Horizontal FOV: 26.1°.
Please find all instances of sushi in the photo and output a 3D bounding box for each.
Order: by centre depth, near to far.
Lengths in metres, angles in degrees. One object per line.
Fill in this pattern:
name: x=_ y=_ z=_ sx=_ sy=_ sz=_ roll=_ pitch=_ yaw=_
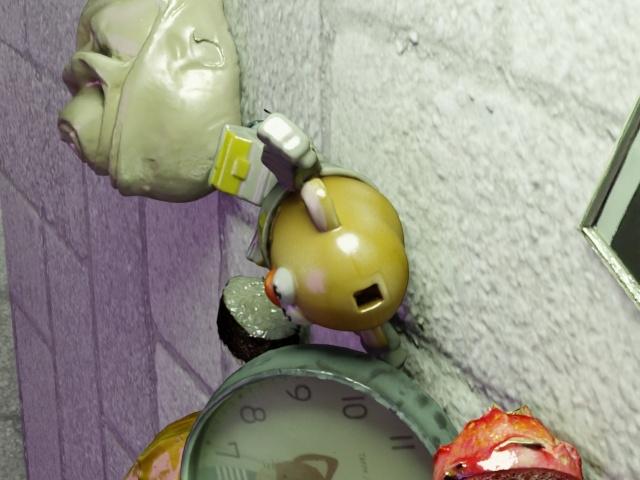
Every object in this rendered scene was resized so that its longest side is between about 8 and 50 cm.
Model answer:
sushi: x=-0.083 y=0.112 z=1.816 sx=0.150 sy=0.090 sz=0.078 roll=49 pitch=145 yaw=44

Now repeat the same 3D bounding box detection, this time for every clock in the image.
clock: x=0.002 y=0.271 z=1.482 sx=0.325 sy=0.067 sz=0.325 roll=6 pitch=109 yaw=17

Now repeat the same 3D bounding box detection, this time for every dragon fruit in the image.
dragon fruit: x=0.165 y=0.196 z=1.288 sx=0.153 sy=0.153 sz=0.111 roll=113 pitch=157 yaw=-50

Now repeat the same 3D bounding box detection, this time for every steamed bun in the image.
steamed bun: x=-0.249 y=-0.212 z=1.877 sx=0.309 sy=0.219 sz=0.324 roll=26 pitch=123 yaw=59

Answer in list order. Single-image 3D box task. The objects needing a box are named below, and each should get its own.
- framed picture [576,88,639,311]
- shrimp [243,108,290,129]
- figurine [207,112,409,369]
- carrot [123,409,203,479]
framed picture: x=0.296 y=-0.035 z=1.038 sx=0.231 sy=0.018 sz=0.293 roll=59 pitch=148 yaw=36
shrimp: x=-0.079 y=-0.123 z=1.724 sx=0.174 sy=0.082 sz=0.076 roll=-176 pitch=72 yaw=-72
figurine: x=0.001 y=-0.001 z=1.493 sx=0.167 sy=0.342 sz=0.285 roll=-49 pitch=36 yaw=2
carrot: x=-0.128 y=0.337 z=1.715 sx=0.341 sy=0.241 sz=0.242 roll=-83 pitch=-17 yaw=-88
